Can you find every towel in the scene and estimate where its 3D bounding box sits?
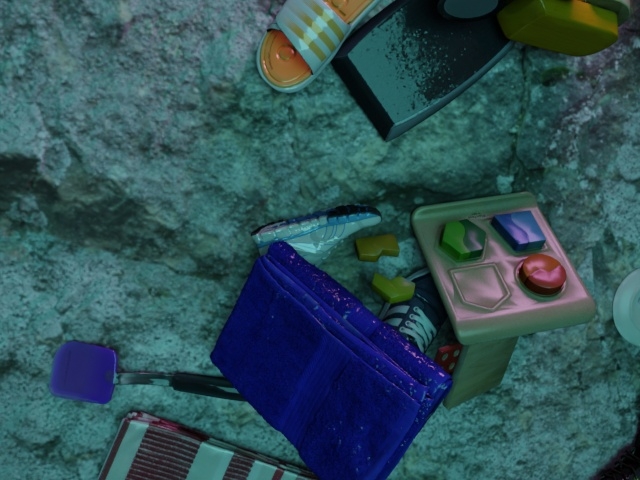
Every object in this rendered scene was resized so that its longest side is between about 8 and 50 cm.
[{"bbox_3d":[-0.010,0.170,0.783,0.308,0.076,0.227,39,110,28],"label":"towel"},{"bbox_3d":[-0.176,0.412,0.902,0.329,0.037,0.237,23,93,-10],"label":"towel"}]

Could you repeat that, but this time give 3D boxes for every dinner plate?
[{"bbox_3d":[0.560,0.112,1.018,0.141,0.017,0.141,-1,94,-9],"label":"dinner plate"}]

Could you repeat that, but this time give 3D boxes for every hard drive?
[{"bbox_3d":[0.158,-0.282,0.891,0.255,0.054,0.172,-37,100,-5],"label":"hard drive"}]

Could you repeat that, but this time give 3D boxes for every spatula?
[{"bbox_3d":[-0.236,0.202,0.874,0.297,0.030,0.084,9,91,-11],"label":"spatula"}]

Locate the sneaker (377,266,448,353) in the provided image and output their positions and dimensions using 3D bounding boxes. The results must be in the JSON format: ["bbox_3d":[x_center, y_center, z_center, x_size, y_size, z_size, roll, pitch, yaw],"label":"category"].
[{"bbox_3d":[0.118,0.152,0.871,0.282,0.153,0.099,-43,101,-4],"label":"sneaker"}]

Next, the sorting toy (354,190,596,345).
[{"bbox_3d":[0.217,0.035,0.877,0.307,0.041,0.229,-8,57,-10],"label":"sorting toy"}]

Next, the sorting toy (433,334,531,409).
[{"bbox_3d":[0.231,0.177,0.919,0.275,0.046,0.132,-11,123,-38],"label":"sorting toy"}]

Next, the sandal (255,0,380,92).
[{"bbox_3d":[0.006,-0.327,0.839,0.102,0.076,0.265,40,84,8],"label":"sandal"}]

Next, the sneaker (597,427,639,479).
[{"bbox_3d":[0.523,0.380,1.000,0.118,0.083,0.222,8,94,-10],"label":"sneaker"}]

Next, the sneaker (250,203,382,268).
[{"bbox_3d":[0.000,0.000,0.887,0.191,0.071,0.082,-14,104,0],"label":"sneaker"}]

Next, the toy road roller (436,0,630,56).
[{"bbox_3d":[0.317,-0.398,0.780,0.330,0.241,0.202,7,81,-24],"label":"toy road roller"}]
